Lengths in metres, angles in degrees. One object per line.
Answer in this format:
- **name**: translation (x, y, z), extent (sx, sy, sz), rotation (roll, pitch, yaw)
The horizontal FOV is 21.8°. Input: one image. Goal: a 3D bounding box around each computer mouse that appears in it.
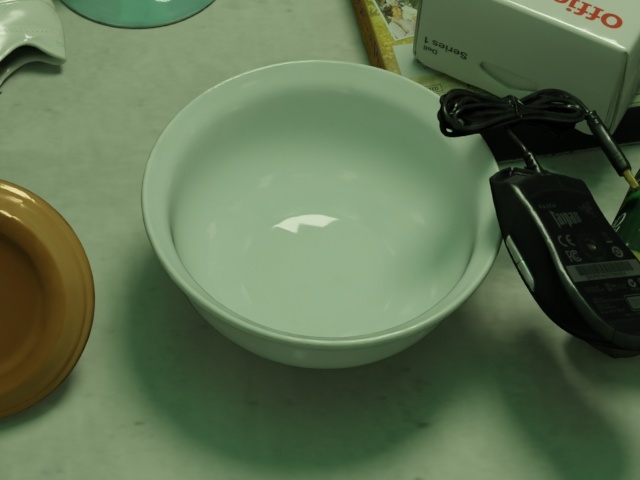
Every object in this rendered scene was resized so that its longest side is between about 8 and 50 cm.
- **computer mouse**: translation (0.205, -0.014, 1.336), extent (0.184, 0.060, 0.262), rotation (-10, 58, -43)

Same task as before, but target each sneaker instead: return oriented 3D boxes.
- **sneaker**: translation (-0.341, -0.175, 1.549), extent (0.212, 0.080, 0.094), rotation (-17, 67, -17)

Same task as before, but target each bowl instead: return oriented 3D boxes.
- **bowl**: translation (0.000, 0.000, 1.387), extent (0.298, 0.134, 0.297), rotation (2, 52, -2)

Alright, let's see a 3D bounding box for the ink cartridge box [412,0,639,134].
- **ink cartridge box**: translation (0.235, -0.256, 1.527), extent (0.201, 0.117, 0.278), rotation (24, 56, 15)

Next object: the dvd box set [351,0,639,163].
- **dvd box set**: translation (0.180, -0.258, 1.640), extent (0.308, 0.062, 0.420), rotation (-9, 54, -9)

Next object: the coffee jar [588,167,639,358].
- **coffee jar**: translation (0.281, 0.010, 1.414), extent (0.079, 0.096, 0.184), rotation (31, 55, 1)

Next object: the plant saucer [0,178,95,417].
- **plant saucer**: translation (-0.281, 0.049, 1.321), extent (0.200, 0.037, 0.200), rotation (0, 95, -4)

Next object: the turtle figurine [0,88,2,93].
- **turtle figurine**: translation (-0.388, -0.057, 1.373), extent (0.266, 0.197, 0.274), rotation (-19, 51, -18)

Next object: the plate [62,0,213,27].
- **plate**: translation (-0.183, -0.288, 1.670), extent (0.188, 0.024, 0.188), rotation (1, 53, -2)
